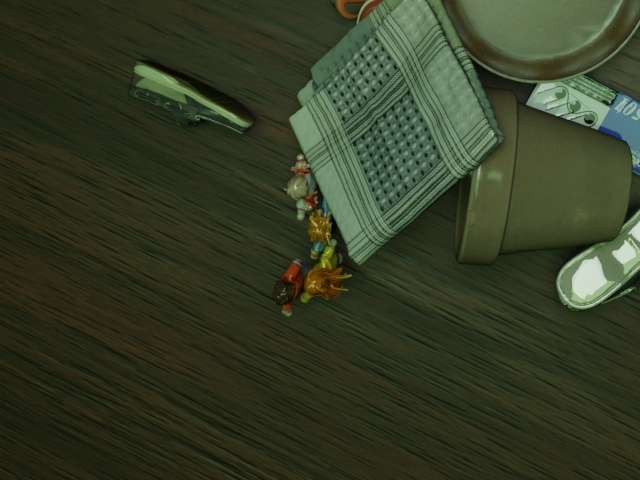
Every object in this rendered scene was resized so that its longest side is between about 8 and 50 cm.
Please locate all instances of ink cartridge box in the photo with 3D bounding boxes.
[{"bbox_3d":[0.419,-0.190,1.612,0.207,0.046,0.097,29,105,5],"label":"ink cartridge box"}]

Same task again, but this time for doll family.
[{"bbox_3d":[0.000,0.000,1.664,0.118,0.163,0.263,9,100,10],"label":"doll family"}]

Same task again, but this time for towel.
[{"bbox_3d":[0.091,-0.180,1.527,0.312,0.056,0.324,-43,55,36],"label":"towel"}]

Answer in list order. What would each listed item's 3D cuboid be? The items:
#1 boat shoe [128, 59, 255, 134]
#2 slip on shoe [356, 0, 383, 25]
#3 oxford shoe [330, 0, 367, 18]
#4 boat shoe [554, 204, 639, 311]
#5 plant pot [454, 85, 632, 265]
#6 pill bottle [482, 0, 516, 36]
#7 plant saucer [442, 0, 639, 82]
[{"bbox_3d":[-0.212,-0.219,1.719,0.223,0.080,0.073,28,109,11],"label":"boat shoe"},{"bbox_3d":[0.126,-0.216,1.634,0.123,0.101,0.331,-8,99,10],"label":"slip on shoe"},{"bbox_3d":[0.045,-0.526,1.615,0.133,0.130,0.364,21,113,41],"label":"oxford shoe"},{"bbox_3d":[0.505,-0.002,1.613,0.335,0.095,0.112,-32,78,10],"label":"boat shoe"},{"bbox_3d":[0.323,-0.081,1.547,0.229,0.263,0.263,8,100,3],"label":"plant pot"},{"bbox_3d":[0.245,-0.370,1.597,0.086,0.086,0.152,-36,91,14],"label":"pill bottle"},{"bbox_3d":[0.318,-0.382,1.516,0.310,0.050,0.310,1,104,3],"label":"plant saucer"}]
